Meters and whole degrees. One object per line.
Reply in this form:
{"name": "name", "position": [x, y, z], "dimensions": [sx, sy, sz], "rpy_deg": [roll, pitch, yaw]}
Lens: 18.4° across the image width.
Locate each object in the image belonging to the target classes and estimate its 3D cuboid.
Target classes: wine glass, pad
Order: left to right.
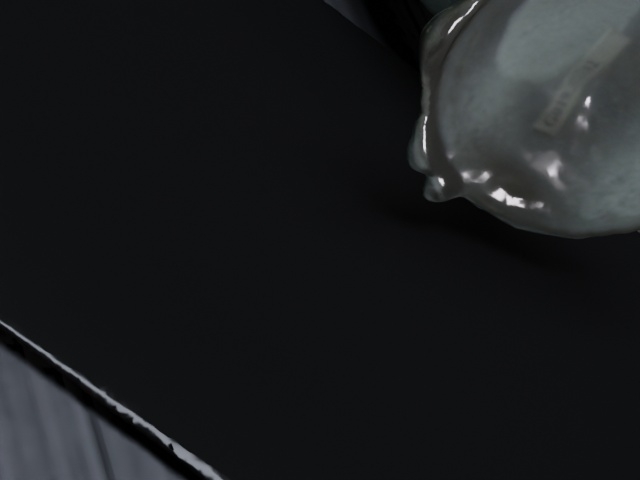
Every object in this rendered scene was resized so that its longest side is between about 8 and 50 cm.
{"name": "pad", "position": [0.000, 0.000, 0.512], "dimensions": [0.300, 0.005, 0.202], "rpy_deg": [36, 36, 0]}
{"name": "wine glass", "position": [0.066, -0.099, 0.599], "dimensions": [0.103, 0.103, 0.222], "rpy_deg": [22, 32, -18]}
